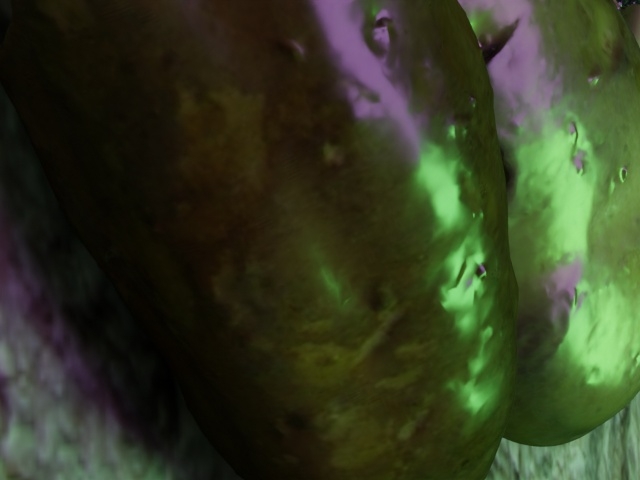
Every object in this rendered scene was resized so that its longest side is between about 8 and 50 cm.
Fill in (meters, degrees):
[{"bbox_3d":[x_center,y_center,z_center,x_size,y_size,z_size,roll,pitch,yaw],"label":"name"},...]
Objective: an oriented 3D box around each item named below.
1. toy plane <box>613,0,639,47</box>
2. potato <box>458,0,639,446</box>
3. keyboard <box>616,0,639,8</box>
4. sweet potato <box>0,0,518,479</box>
[{"bbox_3d":[0.167,-0.041,0.980,0.242,0.104,0.256,34,49,-37],"label":"toy plane"},{"bbox_3d":[0.078,-0.040,0.773,0.192,0.141,0.296,-51,132,-30],"label":"potato"},{"bbox_3d":[0.184,-0.194,1.107,0.204,0.013,0.061,51,43,-44],"label":"keyboard"},{"bbox_3d":[0.000,0.000,0.615,0.158,0.157,0.370,-62,138,-44],"label":"sweet potato"}]
